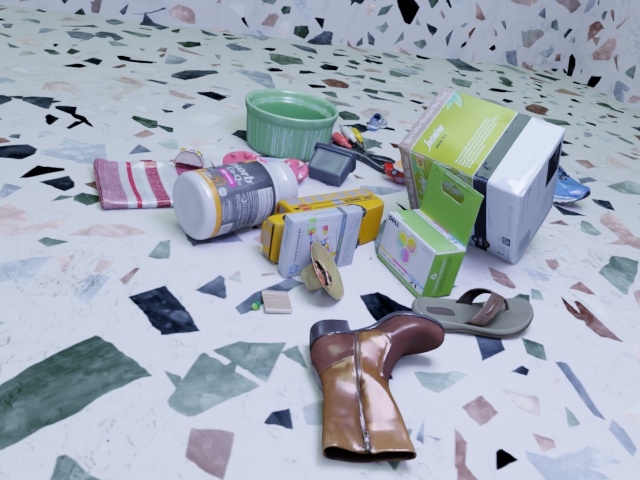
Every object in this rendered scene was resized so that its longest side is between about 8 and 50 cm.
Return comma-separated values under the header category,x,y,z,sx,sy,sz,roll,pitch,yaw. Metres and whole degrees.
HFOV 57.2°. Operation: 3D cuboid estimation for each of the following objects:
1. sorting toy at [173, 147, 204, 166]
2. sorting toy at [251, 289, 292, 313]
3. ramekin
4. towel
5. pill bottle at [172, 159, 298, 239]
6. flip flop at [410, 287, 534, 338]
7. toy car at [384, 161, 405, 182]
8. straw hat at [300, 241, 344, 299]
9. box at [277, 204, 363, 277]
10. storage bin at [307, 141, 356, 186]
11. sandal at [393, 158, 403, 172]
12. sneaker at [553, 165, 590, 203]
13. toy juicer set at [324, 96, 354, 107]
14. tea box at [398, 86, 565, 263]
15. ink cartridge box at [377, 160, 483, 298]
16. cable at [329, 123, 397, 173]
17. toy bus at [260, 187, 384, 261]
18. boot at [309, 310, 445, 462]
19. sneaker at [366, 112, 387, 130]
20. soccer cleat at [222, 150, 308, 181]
category,x,y,z,sx,sy,sz,roll,pitch,yaw
sorting toy,-0.360,-0.236,1.640,0.083,0.045,0.075,11,13,-7
sorting toy,-0.102,0.126,1.197,0.083,0.012,0.062,5,35,-18
ramekin,-0.101,-0.376,1.917,0.303,0.148,0.303,9,30,-5
towel,-0.417,-0.156,1.549,0.329,0.037,0.237,-4,34,-25
pill bottle,-0.199,-0.107,1.413,0.278,0.162,0.162,-19,41,-41
flip flop,0.330,0.141,1.249,0.277,0.080,0.112,5,30,-10
toy car,0.339,-0.184,1.834,0.239,0.053,0.225,-10,37,-31
straw hat,-0.010,0.076,1.260,0.061,0.144,0.144,-28,25,17
box,0.000,0.000,1.315,0.186,0.145,0.038,-9,34,-32
storage bin,0.028,-0.218,1.764,0.135,0.098,0.091,21,59,15
sandal,0.329,-0.272,1.848,0.102,0.076,0.265,29,35,28
sneaker,0.751,-0.234,1.965,0.129,0.147,0.330,-16,40,-38
toy juicer set,-0.052,-0.487,2.196,0.329,0.089,0.209,-2,19,-6
tea box,0.403,-0.160,1.486,0.323,0.329,0.220,29,71,29
ink cartridge box,0.240,-0.026,1.329,0.097,0.255,0.189,-7,34,-28
cable,0.131,-0.303,1.948,0.139,0.072,0.287,-19,41,-33
toy bus,0.003,-0.043,1.424,0.332,0.108,0.130,-11,36,-33
boot,0.118,0.239,0.998,0.264,0.096,0.280,5,31,-12
sneaker,0.227,-0.464,2.267,0.052,0.058,0.135,23,31,19
soccer cleat,-0.158,-0.209,1.703,0.248,0.083,0.095,5,1,-1
